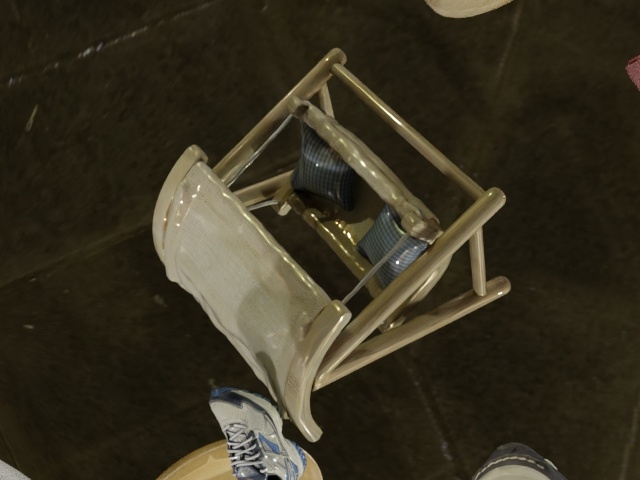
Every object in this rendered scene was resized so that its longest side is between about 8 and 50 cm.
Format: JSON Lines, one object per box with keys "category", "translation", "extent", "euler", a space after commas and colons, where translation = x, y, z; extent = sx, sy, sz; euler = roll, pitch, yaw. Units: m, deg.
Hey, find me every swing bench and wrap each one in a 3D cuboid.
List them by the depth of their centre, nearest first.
{"category": "swing bench", "translation": [0.000, 0.000, 1.135], "extent": [0.254, 0.165, 0.253], "euler": [-35, 55, -14]}

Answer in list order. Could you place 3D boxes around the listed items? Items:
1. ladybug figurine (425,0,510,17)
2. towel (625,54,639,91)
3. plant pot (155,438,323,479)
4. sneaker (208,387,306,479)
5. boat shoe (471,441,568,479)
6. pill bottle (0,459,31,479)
{"category": "ladybug figurine", "translation": [0.195, -0.348, 0.963], "extent": [0.305, 0.449, 0.162], "euler": [-38, 86, -29]}
{"category": "towel", "translation": [0.426, -0.061, 1.196], "extent": [0.037, 0.237, 0.329], "euler": [-27, 88, -11]}
{"category": "plant pot", "translation": [-0.108, 0.301, 1.325], "extent": [0.236, 0.032, 0.236], "euler": [-16, 128, -22]}
{"category": "sneaker", "translation": [-0.057, 0.182, 1.067], "extent": [0.135, 0.052, 0.058], "euler": [55, 42, -32]}
{"category": "boat shoe", "translation": [0.154, 0.196, 0.663], "extent": [0.075, 0.065, 0.206], "euler": [-35, 97, 18]}
{"category": "pill bottle", "translation": [-0.195, 0.061, 0.225], "extent": [0.204, 0.204, 0.361], "euler": [-54, 144, -13]}
